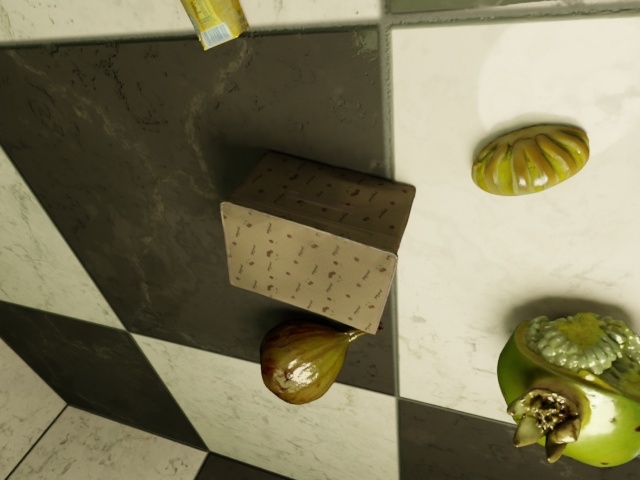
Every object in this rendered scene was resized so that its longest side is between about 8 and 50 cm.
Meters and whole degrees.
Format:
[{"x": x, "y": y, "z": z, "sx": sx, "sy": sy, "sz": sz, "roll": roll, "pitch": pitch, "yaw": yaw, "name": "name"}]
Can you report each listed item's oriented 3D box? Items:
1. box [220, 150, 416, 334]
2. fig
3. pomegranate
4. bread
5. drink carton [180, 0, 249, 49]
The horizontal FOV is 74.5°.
[{"x": 0.000, "y": 0.000, "z": 0.775, "sx": 0.297, "sy": 0.190, "sz": 0.225, "roll": 18, "pitch": 136, "yaw": 12, "name": "box"}, {"x": 0.012, "y": 0.280, "z": 1.052, "sx": 0.321, "sy": 0.217, "sz": 0.216, "roll": -22, "pitch": 120, "yaw": 13, "name": "fig"}, {"x": 0.423, "y": 0.256, "z": 0.717, "sx": 0.261, "sy": 0.341, "sz": 0.260, "roll": 16, "pitch": 110, "yaw": 48, "name": "pomegranate"}, {"x": 0.294, "y": -0.106, "z": 0.608, "sx": 0.157, "sy": 0.094, "sz": 0.083, "roll": -3, "pitch": 133, "yaw": 38, "name": "bread"}, {"x": -0.176, "y": -0.380, "z": 0.584, "sx": 0.075, "sy": 0.084, "sz": 0.199, "roll": -12, "pitch": 123, "yaw": 21, "name": "drink carton"}]
